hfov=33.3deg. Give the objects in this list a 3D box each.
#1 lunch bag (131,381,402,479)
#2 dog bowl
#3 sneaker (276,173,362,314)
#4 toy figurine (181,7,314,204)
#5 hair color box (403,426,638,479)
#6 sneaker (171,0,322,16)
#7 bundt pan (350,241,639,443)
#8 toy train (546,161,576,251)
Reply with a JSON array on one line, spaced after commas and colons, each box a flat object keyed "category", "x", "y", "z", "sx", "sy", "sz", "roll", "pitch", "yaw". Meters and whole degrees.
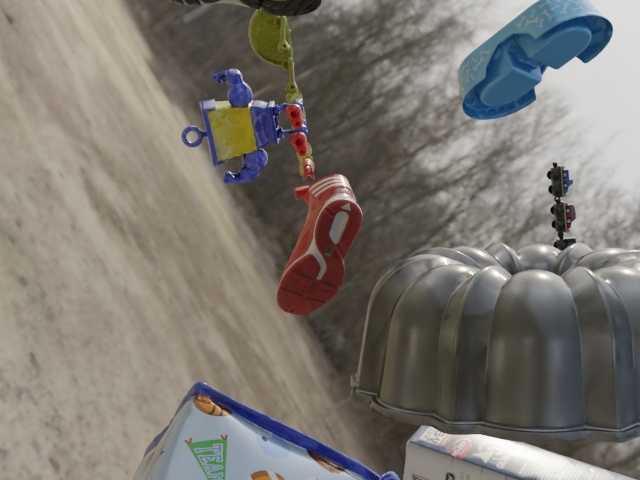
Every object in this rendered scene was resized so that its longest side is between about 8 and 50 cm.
[{"category": "lunch bag", "x": -0.047, "y": 0.392, "z": 1.165, "sx": 0.385, "sy": 0.239, "sz": 0.328, "roll": 30, "pitch": 45, "yaw": -8}, {"category": "dog bowl", "x": 0.364, "y": -0.324, "z": 1.869, "sx": 0.166, "sy": 0.297, "sz": 0.074, "roll": 10, "pitch": 52, "yaw": -46}, {"category": "sneaker", "x": 0.000, "y": 0.000, "z": 1.592, "sx": 0.087, "sy": 0.221, "sz": 0.128, "roll": 22, "pitch": 31, "yaw": -16}, {"category": "toy figurine", "x": -0.136, "y": -0.211, "z": 1.805, "sx": 0.191, "sy": 0.217, "sz": 0.362, "roll": -95, "pitch": 174, "yaw": -66}, {"category": "hair color box", "x": 0.290, "y": 0.387, "z": 1.510, "sx": 0.105, "sy": 0.347, "sz": 0.174, "roll": -31, "pitch": 131, "yaw": -57}, {"category": "sneaker", "x": -0.125, "y": -0.383, "z": 1.429, "sx": 0.111, "sy": 0.300, "sz": 0.121, "roll": 90, "pitch": 18, "yaw": -54}, {"category": "bundt pan", "x": 0.187, "y": 0.071, "z": 0.934, "sx": 0.331, "sy": 0.331, "sz": 0.124, "roll": -124, "pitch": -148, "yaw": -83}, {"category": "toy train", "x": 0.361, "y": -0.038, "z": 1.581, "sx": 0.027, "sy": 0.036, "sz": 0.158, "roll": -123, "pitch": -154, "yaw": -81}]
